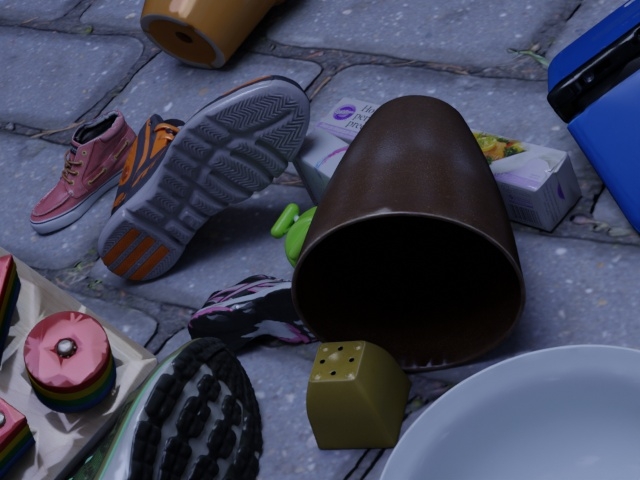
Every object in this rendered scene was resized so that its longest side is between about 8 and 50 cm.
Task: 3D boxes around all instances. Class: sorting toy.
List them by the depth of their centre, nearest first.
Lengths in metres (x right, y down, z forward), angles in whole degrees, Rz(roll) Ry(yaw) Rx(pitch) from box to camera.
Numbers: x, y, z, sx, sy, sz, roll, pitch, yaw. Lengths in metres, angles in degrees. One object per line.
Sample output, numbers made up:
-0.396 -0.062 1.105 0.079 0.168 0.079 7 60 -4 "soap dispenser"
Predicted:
-0.346 0.135 1.393 0.257 0.089 0.255 32 63 18 "sorting toy"

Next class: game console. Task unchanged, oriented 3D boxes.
0.397 -0.179 1.381 0.293 0.173 0.250 -36 10 19 "game console"

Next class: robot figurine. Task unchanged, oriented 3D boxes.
0.000 0.000 1.436 0.067 0.101 0.115 -56 -1 16 "robot figurine"

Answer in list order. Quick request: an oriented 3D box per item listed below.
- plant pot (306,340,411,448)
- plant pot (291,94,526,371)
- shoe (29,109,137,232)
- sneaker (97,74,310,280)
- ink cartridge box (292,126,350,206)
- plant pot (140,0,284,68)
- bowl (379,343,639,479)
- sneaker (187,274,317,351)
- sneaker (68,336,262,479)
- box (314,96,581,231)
0.029 0.139 1.271 0.081 0.083 0.081 -5 44 23 "plant pot"
0.089 -0.029 1.315 0.215 0.215 0.230 -12 43 17 "plant pot"
-0.308 -0.090 1.710 0.178 0.081 0.063 -38 40 -14 "shoe"
-0.144 -0.109 1.550 0.321 0.124 0.180 -38 32 23 "sneaker"
0.028 -0.062 1.490 0.052 0.088 0.122 -39 41 -15 "ink cartridge box"
-0.149 -0.346 1.835 0.205 0.205 0.188 10 66 36 "plant pot"
0.198 0.234 1.036 0.297 0.134 0.298 -15 40 13 "bowl"
-0.051 0.061 1.417 0.178 0.072 0.077 -7 32 14 "sneaker"
-0.205 0.248 1.245 0.182 0.158 0.410 -7 38 40 "sneaker"
0.133 -0.089 1.482 0.324 0.067 0.063 19 56 42 "box"
